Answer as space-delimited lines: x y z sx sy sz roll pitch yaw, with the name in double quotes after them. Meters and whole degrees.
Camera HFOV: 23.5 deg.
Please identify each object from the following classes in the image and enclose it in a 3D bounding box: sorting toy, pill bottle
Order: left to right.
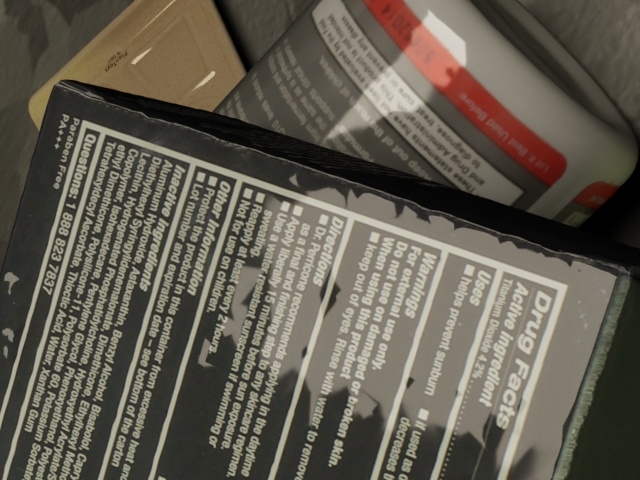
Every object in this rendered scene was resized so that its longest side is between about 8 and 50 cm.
-0.125 -0.078 1.189 0.193 0.038 0.208 -38 62 22 "sorting toy"
0.000 0.000 0.956 0.363 0.210 0.210 -45 55 17 "pill bottle"

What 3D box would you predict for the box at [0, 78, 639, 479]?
-0.004 0.111 0.736 0.294 0.182 0.296 20 97 28 "box"
